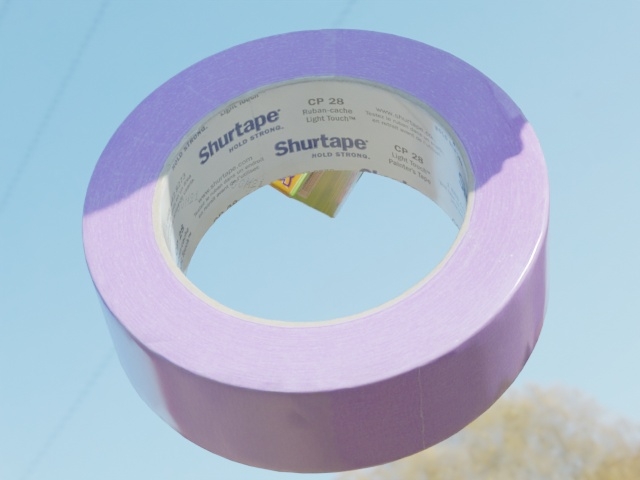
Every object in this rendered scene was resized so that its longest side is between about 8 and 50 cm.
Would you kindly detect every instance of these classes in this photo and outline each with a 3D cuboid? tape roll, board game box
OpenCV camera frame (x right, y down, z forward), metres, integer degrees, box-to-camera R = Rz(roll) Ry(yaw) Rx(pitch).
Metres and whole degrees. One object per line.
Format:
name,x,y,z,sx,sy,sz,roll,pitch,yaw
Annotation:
tape roll,0.000,0.000,1.046,0.274,0.275,0.090,-23,-37,-12
board game box,0.017,-0.084,1.467,0.124,0.039,0.259,-58,-11,2
